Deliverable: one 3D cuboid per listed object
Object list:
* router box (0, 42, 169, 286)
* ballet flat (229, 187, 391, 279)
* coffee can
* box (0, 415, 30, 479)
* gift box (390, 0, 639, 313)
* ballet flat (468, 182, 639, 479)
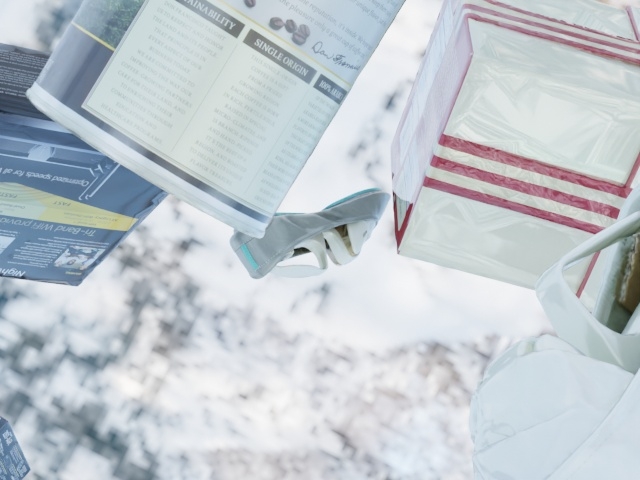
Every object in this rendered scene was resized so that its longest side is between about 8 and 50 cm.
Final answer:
[{"bbox_3d":[-0.289,-0.066,1.647,0.243,0.309,0.081,-41,-127,39],"label":"router box"},{"bbox_3d":[0.000,0.000,1.823,0.213,0.068,0.072,-13,160,-46],"label":"ballet flat"},{"bbox_3d":[-0.056,-0.169,1.347,0.275,0.201,0.201,-58,-174,2],"label":"coffee can"},{"bbox_3d":[-0.277,0.190,1.559,0.067,0.018,0.083,-49,152,-24],"label":"box"},{"bbox_3d":[0.216,-0.086,1.801,0.255,0.258,0.276,-87,-167,-55],"label":"gift box"},{"bbox_3d":[0.156,0.084,1.064,0.400,0.139,0.139,-48,173,-50],"label":"ballet flat"}]
